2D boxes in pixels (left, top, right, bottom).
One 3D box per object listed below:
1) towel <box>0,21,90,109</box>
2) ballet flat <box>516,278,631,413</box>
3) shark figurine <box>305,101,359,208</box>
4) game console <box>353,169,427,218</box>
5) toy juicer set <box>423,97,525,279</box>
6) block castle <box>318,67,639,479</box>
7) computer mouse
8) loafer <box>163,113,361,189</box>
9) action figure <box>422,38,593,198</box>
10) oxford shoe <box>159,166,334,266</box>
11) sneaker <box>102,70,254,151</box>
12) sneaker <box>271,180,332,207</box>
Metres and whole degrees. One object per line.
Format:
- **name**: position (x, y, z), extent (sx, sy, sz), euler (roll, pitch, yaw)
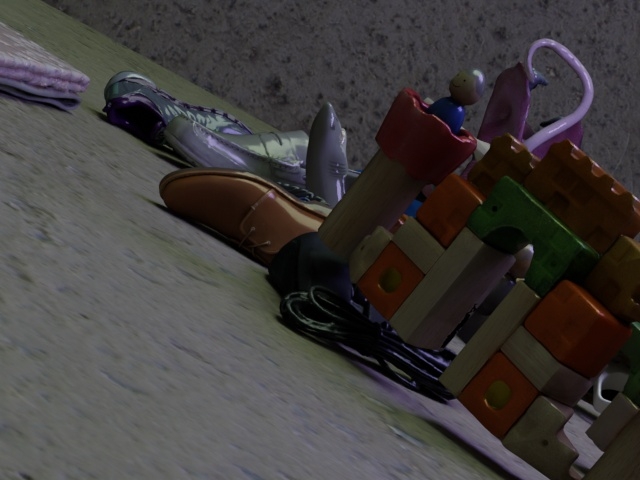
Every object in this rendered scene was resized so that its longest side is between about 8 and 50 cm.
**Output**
- **towel**: position (-0.457, -0.256, 1.904), extent (0.317, 0.053, 0.332), euler (31, 7, 14)
- **ballet flat**: position (0.310, 0.145, 1.872), extent (0.348, 0.123, 0.123), euler (25, 5, 16)
- **shark figurine**: position (0.019, -0.011, 2.008), extent (0.116, 0.166, 0.278), euler (-11, 57, -28)
- **game console**: position (0.134, -0.001, 2.638), extent (0.250, 0.173, 0.293), euler (-5, -16, 34)
- **toy juicer set**: position (0.221, -0.015, 2.208), extent (0.209, 0.089, 0.329), euler (33, -30, 50)
- **block castle**: position (0.234, 0.056, 1.423), extent (0.303, 0.213, 0.453), euler (24, 18, -48)
- **computer mouse**: position (0.032, 0.049, 1.531), extent (0.188, 0.072, 0.272), euler (26, 7, -18)
- **loafer**: position (-0.060, -0.100, 2.153), extent (0.319, 0.111, 0.112), euler (25, 7, -34)
- **action figure**: position (0.269, -0.072, 2.441), extent (0.248, 0.370, 0.276), euler (41, -28, -2)
- **oxford shoe**: position (-0.065, -0.015, 1.669), extent (0.212, 0.076, 0.076), euler (18, 47, -8)
- **sneaker**: position (-0.188, -0.139, 2.174), extent (0.224, 0.083, 0.098), euler (23, 28, -12)
- **sneaker**: position (0.000, 0.000, 1.846), extent (0.211, 0.080, 0.081), euler (24, -19, -2)
